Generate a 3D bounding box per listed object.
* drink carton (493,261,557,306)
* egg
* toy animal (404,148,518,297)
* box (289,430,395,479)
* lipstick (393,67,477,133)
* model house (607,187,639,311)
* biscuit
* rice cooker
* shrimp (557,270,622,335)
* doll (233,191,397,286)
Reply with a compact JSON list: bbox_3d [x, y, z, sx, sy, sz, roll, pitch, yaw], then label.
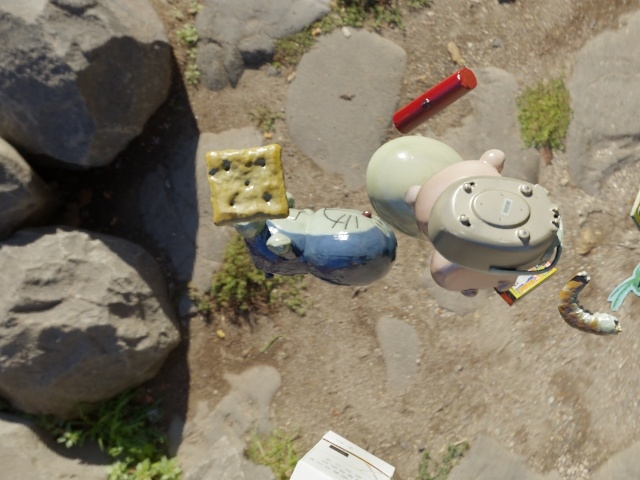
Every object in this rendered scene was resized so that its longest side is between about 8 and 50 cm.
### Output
[{"bbox_3d":[0.530,0.100,1.761,0.071,0.165,0.056,49,151,23],"label":"drink carton"},{"bbox_3d":[0.223,-0.114,1.490,0.219,0.269,0.219,-37,39,37],"label":"egg"},{"bbox_3d":[0.275,-0.019,1.267,0.210,0.221,0.230,-19,114,23],"label":"toy animal"},{"bbox_3d":[0.024,0.237,0.672,0.084,0.154,0.040,24,90,12],"label":"box"},{"bbox_3d":[0.305,-0.377,1.850,0.279,0.073,0.073,-29,75,52],"label":"lipstick"},{"bbox_3d":[0.680,-0.035,1.364,0.340,0.324,0.300,-34,111,18],"label":"model house"},{"bbox_3d":[-0.077,-0.059,0.721,0.083,0.018,0.081,-6,90,-6],"label":"biscuit"},{"bbox_3d":[0.270,-0.024,1.039,0.206,0.127,0.145,8,67,9],"label":"rice cooker"},{"bbox_3d":[0.679,0.157,1.692,0.161,0.049,0.166,14,118,23],"label":"shrimp"},{"bbox_3d":[0.000,0.000,1.148,0.258,0.228,0.154,2,102,12],"label":"doll"}]
